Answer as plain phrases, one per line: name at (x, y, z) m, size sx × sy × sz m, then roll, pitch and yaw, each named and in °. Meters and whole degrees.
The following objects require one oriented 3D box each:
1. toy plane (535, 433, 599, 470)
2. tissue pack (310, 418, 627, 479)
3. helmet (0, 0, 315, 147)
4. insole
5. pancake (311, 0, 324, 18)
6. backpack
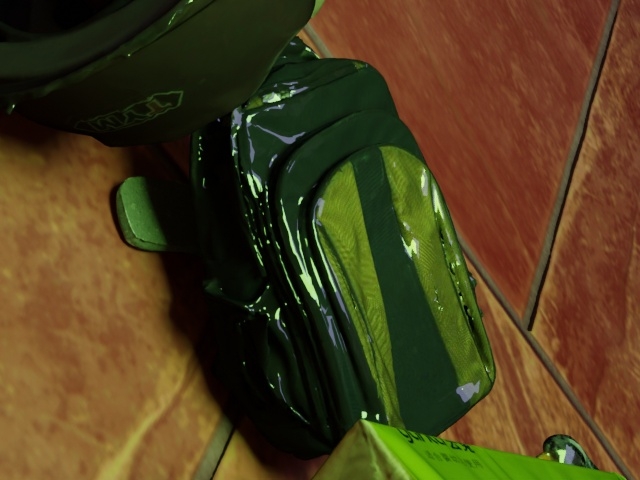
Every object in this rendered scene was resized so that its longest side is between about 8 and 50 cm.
toy plane at (0.255, 0.275, 1.403) m, size 0.316 × 0.103 × 0.204 m, roll 33°, pitch 44°, yaw -52°
tissue pack at (0.083, 0.232, 1.019) m, size 0.274 × 0.200 × 0.167 m, roll 17°, pitch 25°, yaw -53°
helmet at (-0.100, -0.157, 1.040) m, size 0.177 × 0.225 × 0.305 m, roll 47°, pitch 40°, yaw -50°
insole at (-0.068, -0.014, 1.179) m, size 0.192 × 0.010 × 0.063 m, roll 1°, pitch 68°, yaw -57°
pancake at (-0.089, -0.323, 1.298) m, size 0.387 × 0.082 × 0.387 m, roll 38°, pitch 41°, yaw -44°
backpack at (0.000, 0.000, 1.142) m, size 0.206 × 0.133 × 0.258 m, roll -31°, pitch 110°, yaw -53°
